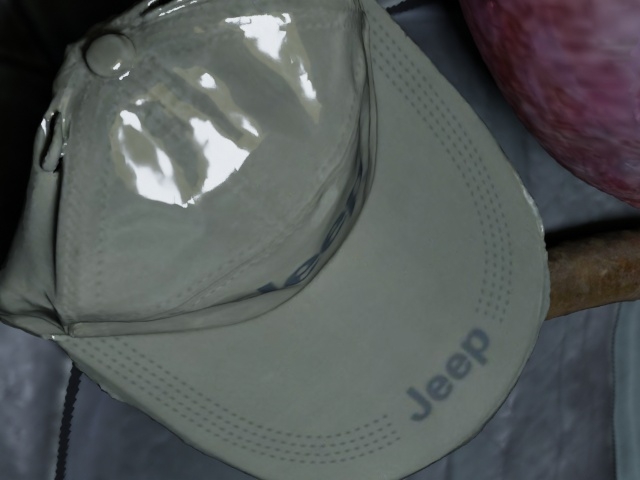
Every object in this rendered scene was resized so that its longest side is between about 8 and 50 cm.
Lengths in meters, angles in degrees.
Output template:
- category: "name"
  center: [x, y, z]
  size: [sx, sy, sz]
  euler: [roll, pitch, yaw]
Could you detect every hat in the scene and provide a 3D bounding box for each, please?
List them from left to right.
- category: "hat"
  center: [0.000, 0.000, 0.574]
  size: [0.244, 0.149, 0.214]
  euler: [37, 89, -10]

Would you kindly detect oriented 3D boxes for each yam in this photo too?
- category: "yam"
  center: [0.161, 0.016, 0.740]
  size: [0.326, 0.045, 0.045]
  euler: [-10, 80, -25]

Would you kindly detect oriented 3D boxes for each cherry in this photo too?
- category: "cherry"
  center: [0.152, -0.116, 0.606]
  size: [0.192, 0.175, 0.250]
  euler: [-26, 128, -33]
